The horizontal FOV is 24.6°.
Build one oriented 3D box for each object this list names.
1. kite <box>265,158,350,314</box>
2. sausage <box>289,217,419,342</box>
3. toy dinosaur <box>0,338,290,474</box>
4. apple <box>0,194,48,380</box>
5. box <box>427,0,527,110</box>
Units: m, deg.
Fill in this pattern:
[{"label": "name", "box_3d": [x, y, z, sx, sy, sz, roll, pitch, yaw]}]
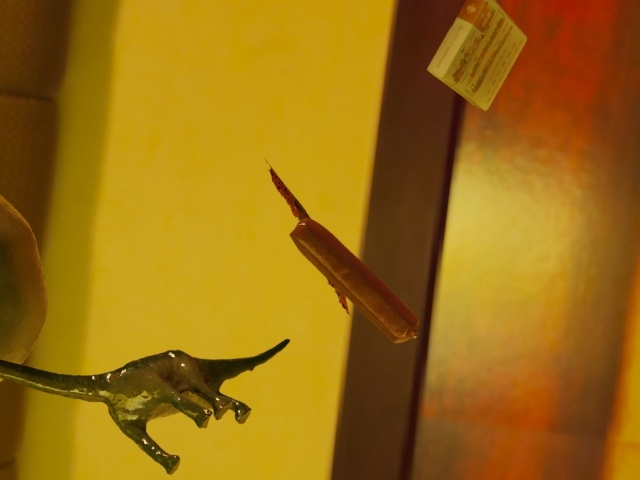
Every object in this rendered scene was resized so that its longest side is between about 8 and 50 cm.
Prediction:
[{"label": "kite", "box_3d": [-0.001, 0.000, 1.812, 0.222, 0.008, 0.125, 62, 13, 11]}, {"label": "sausage", "box_3d": [0.032, 0.036, 1.307, 0.030, 0.147, 0.035, -43, 174, -19]}, {"label": "toy dinosaur", "box_3d": [-0.252, 0.164, 1.881, 0.447, 0.301, 0.087, -29, 144, -53]}, {"label": "apple", "box_3d": [-0.573, 0.057, 2.274, 0.311, 0.320, 0.360, -64, -173, -1]}, {"label": "box", "box_3d": [0.210, -0.248, 1.926, 0.122, 0.032, 0.220, -60, 159, 5]}]
